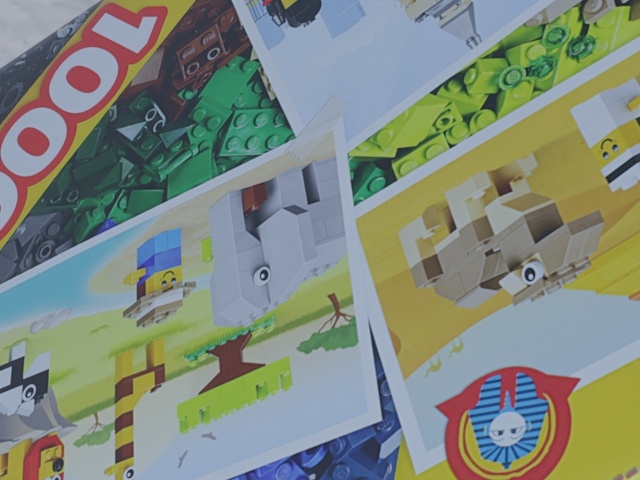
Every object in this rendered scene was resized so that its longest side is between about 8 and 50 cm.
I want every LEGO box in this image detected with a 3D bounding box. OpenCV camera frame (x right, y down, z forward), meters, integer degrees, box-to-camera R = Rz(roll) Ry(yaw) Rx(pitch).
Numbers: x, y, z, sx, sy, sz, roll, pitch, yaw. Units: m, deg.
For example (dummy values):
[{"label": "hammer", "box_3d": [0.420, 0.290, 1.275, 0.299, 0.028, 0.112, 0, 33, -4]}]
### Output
[{"label": "LEGO box", "box_3d": [0.062, 0.007, 0.601, 0.500, 0.372, 0.193, -30, 137, 17]}]
